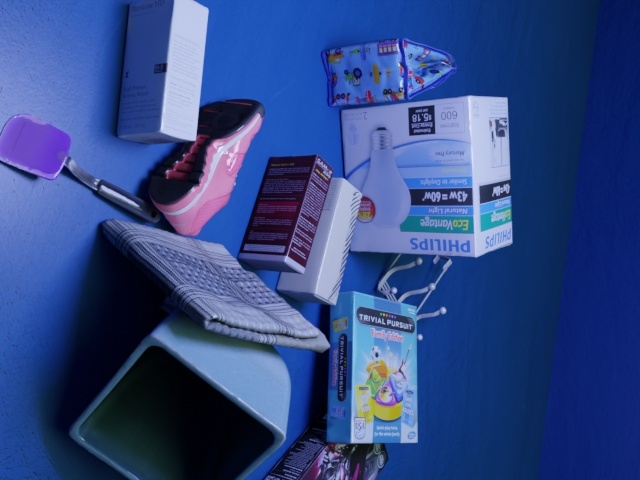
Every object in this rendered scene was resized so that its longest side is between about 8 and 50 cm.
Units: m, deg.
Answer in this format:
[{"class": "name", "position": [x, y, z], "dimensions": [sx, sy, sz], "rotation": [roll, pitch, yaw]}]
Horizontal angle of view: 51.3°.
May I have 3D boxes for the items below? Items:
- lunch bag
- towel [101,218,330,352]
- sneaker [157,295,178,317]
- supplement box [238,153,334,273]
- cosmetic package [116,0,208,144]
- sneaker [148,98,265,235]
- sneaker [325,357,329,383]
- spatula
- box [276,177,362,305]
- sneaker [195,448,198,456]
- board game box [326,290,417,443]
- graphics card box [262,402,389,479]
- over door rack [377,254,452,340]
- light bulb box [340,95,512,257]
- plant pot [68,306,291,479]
[{"class": "lunch bag", "position": [0.180, -0.419, 1.623], "dimensions": [0.293, 0.221, 0.138], "rotation": [-26, 113, -50]}, {"class": "towel", "position": [-0.164, 0.073, 1.122], "dimensions": [0.324, 0.312, 0.056], "rotation": [24, 99, -53]}, {"class": "sneaker", "position": [-0.225, 0.130, 1.235], "dimensions": [0.161, 0.057, 0.075], "rotation": [37, 68, -45]}, {"class": "supplement box", "position": [-0.070, -0.056, 1.377], "dimensions": [0.073, 0.130, 0.239], "rotation": [36, 64, -48]}, {"class": "cosmetic package", "position": [-0.263, -0.281, 1.110], "dimensions": [0.085, 0.117, 0.231], "rotation": [7, 85, -55]}, {"class": "sneaker", "position": [-0.201, -0.140, 1.238], "dimensions": [0.314, 0.116, 0.136], "rotation": [-59, 152, -32]}, {"class": "sneaker", "position": [0.061, 0.283, 1.632], "dimensions": [0.077, 0.072, 0.178], "rotation": [35, 58, -37]}, {"class": "spatula", "position": [-0.364, -0.098, 1.053], "dimensions": [0.296, 0.030, 0.084], "rotation": [36, 61, -49]}, {"class": "box", "position": [0.000, 0.000, 1.494], "dimensions": [0.094, 0.113, 0.275], "rotation": [34, 67, -51]}, {"class": "sneaker", "position": [-0.252, 0.541, 1.166], "dimensions": [0.210, 0.137, 0.365], "rotation": [47, 52, -54]}, {"class": "board game box", "position": [0.129, 0.307, 1.585], "dimensions": [0.254, 0.079, 0.336], "rotation": [17, 69, -45]}, {"class": "graphics card box", "position": [0.020, 0.545, 1.566], "dimensions": [0.371, 0.094, 0.232], "rotation": [-40, 123, -47]}, {"class": "over door rack", "position": [0.293, 0.095, 1.905], "dimensions": [0.324, 0.108, 0.239], "rotation": [-60, 137, -33]}, {"class": "light bulb box", "position": [0.260, -0.155, 1.632], "dimensions": [0.225, 0.358, 0.361], "rotation": [-14, 102, -51]}, {"class": "plant pot", "position": [-0.194, 0.238, 1.083], "dimensions": [0.247, 0.248, 0.252], "rotation": [39, 23, -7]}]
